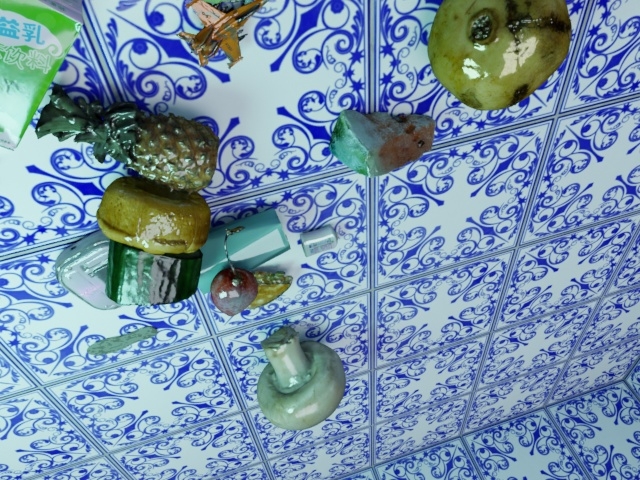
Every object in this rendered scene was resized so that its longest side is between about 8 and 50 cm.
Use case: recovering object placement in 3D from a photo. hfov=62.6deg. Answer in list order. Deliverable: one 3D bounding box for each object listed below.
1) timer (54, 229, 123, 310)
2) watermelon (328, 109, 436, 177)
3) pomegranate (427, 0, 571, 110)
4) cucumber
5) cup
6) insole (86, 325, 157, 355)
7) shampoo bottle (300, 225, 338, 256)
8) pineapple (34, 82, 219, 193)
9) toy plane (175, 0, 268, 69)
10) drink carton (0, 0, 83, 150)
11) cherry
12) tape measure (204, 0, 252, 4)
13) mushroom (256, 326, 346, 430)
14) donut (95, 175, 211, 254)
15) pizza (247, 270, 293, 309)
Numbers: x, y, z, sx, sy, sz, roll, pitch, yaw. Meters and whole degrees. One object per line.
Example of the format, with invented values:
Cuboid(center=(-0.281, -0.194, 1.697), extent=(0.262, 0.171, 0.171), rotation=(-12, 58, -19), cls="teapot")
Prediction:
Cuboid(center=(-0.487, 0.073, 1.217), extent=(0.190, 0.069, 0.208), rotation=(-30, 137, 3), cls="timer")
Cuboid(center=(0.158, -0.222, 1.162), extent=(0.241, 0.154, 0.095), rotation=(-16, 140, -27), cls="watermelon")
Cuboid(center=(0.331, -0.377, 0.990), extent=(0.260, 0.260, 0.261), rotation=(-12, 137, -12), cls="pomegranate")
Cuboid(center=(-0.350, 0.052, 1.096), extent=(0.191, 0.191, 0.130), rotation=(2, 110, -25), cls="cucumber")
Cuboid(center=(-0.195, 0.015, 1.239), extent=(0.235, 0.148, 0.134), rotation=(-23, 112, -2), cls="cup")
Cuboid(center=(-0.544, 0.277, 1.447), extent=(0.193, 0.006, 0.065), rotation=(-19, 138, -4), cls="insole")
Cuboid(center=(0.000, 0.000, 1.371), extent=(0.099, 0.043, 0.072), rotation=(-18, 139, -7), cls="shampoo bottle")
Cuboid(center=(-0.352, -0.181, 0.973), extent=(0.309, 0.141, 0.170), rotation=(14, 152, -25), cls="pineapple")
Cuboid(center=(-0.154, -0.380, 0.908), extent=(0.188, 0.062, 0.135), rotation=(-41, 137, 0), cls="toy plane")
Cuboid(center=(-0.501, -0.289, 0.807), extent=(0.161, 0.108, 0.271), rotation=(22, 121, -41), cls="drink carton")
Cuboid(center=(-0.181, 0.073, 1.155), extent=(0.106, 0.090, 0.226), rotation=(7, 119, -19), cls="cherry")
Cuboid(center=(-0.154, -0.450, 0.791), extent=(0.199, 0.106, 0.175), rotation=(17, 121, -33), cls="tape measure")
Cuboid(center=(-0.080, 0.415, 1.606), extent=(0.297, 0.298, 0.290), rotation=(-28, 117, 6), cls="mushroom")
Cuboid(center=(-0.329, -0.051, 1.055), extent=(0.226, 0.226, 0.114), rotation=(9, 107, -31), cls="donut")
Cuboid(center=(-0.185, 0.120, 1.409), extent=(0.185, 0.052, 0.195), rotation=(-37, 141, 25), cls="pizza")
